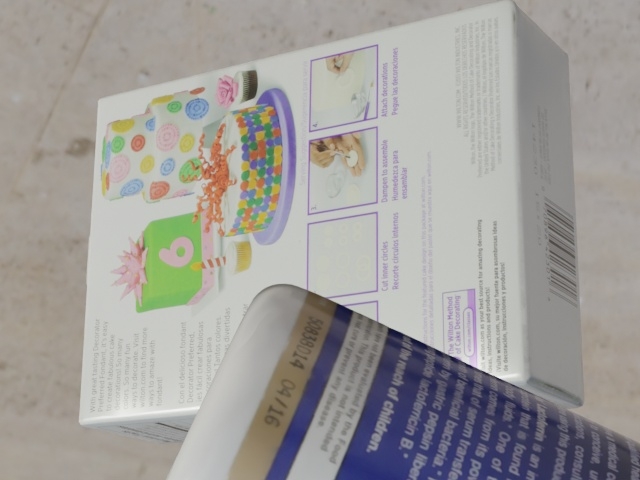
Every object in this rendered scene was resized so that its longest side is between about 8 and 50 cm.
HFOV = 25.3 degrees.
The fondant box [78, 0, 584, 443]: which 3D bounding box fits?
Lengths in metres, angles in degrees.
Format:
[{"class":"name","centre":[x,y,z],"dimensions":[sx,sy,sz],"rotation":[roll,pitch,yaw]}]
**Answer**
[{"class":"fondant box","centre":[0.000,0.000,0.943],"dimensions":[0.330,0.238,0.096],"rotation":[-9,161,29]}]

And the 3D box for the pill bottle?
[{"class":"pill bottle","centre":[0.067,0.136,0.578],"dimensions":[0.264,0.153,0.153],"rotation":[24,137,0]}]
